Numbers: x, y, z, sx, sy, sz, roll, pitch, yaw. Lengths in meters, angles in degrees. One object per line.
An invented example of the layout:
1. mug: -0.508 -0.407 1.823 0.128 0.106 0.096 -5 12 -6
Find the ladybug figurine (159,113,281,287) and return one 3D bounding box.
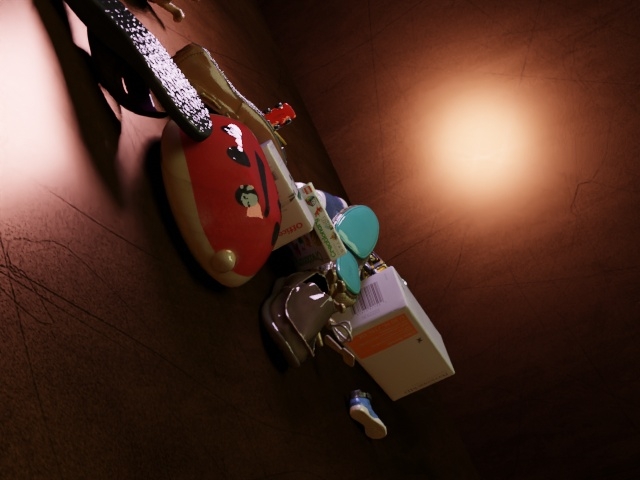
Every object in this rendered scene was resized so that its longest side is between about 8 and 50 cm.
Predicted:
1. ladybug figurine: -0.183 -0.097 1.547 0.305 0.162 0.449 55 13 -40

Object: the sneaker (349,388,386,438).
1. sneaker: 0.120 0.436 2.008 0.152 0.058 0.084 48 25 -35

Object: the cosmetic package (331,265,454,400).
1. cosmetic package: 0.219 0.295 2.406 0.453 0.230 0.161 51 16 -47

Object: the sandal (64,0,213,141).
1. sandal: -0.364 -0.340 1.451 0.446 0.107 0.167 49 16 1

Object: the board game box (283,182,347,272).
1. board game box: -0.042 -0.025 2.013 0.193 0.053 0.305 62 -19 -1

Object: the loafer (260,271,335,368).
1. loafer: -0.041 0.147 1.730 0.134 0.130 0.366 59 10 -19

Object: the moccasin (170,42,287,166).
1. moccasin: -0.224 -0.281 1.866 0.380 0.147 0.139 50 -19 -29

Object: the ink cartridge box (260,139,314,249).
1. ink cartridge box: -0.132 -0.094 1.809 0.219 0.160 0.092 62 10 -12

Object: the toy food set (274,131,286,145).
1. toy food set: -0.186 -0.330 2.460 0.128 0.071 0.218 41 1 18

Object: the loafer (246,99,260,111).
1. loafer: -0.163 -0.244 2.191 0.319 0.112 0.111 62 1 -7

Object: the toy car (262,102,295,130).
1. toy car: -0.202 -0.305 2.110 0.225 0.053 0.239 29 61 -14

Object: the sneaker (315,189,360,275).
1. sneaker: 0.000 0.000 2.458 0.236 0.130 0.323 8 71 -52

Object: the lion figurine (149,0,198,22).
1. lion figurine: -0.440 -0.724 2.049 0.240 0.142 0.392 37 13 -52

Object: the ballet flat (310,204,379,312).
1. ballet flat: 0.042 0.055 2.233 0.164 0.182 0.483 48 27 -15

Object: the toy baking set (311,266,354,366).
1. toy baking set: 0.016 0.183 1.905 0.197 0.030 0.256 -27 -108 62

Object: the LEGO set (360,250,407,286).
1. LEGO set: 0.153 0.188 2.614 0.331 0.192 0.255 52 -18 37

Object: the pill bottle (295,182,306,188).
1. pill bottle: -0.056 -0.068 2.275 0.112 0.112 0.187 53 14 -44
